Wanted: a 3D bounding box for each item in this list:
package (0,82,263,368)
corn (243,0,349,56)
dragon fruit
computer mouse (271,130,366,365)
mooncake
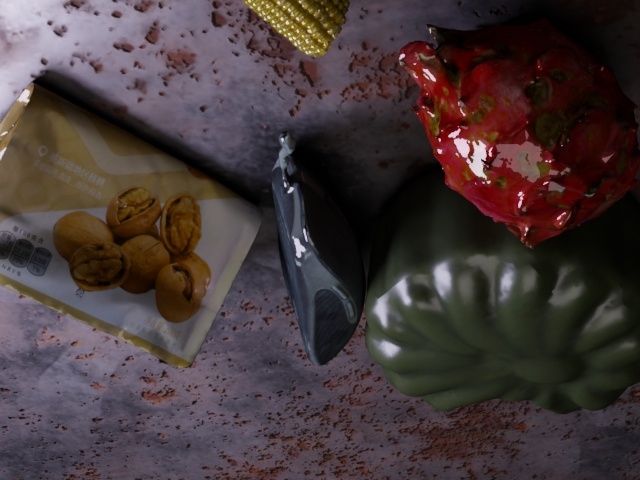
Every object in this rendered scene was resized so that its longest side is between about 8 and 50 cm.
[{"bbox_3d":[-0.260,-0.016,1.622,0.311,0.221,0.165,27,175,-25],"label":"package"},{"bbox_3d":[-0.067,-0.273,1.327,0.081,0.081,0.248,-27,129,33],"label":"corn"},{"bbox_3d":[0.195,-0.124,1.391,0.268,0.210,0.205,35,152,-4],"label":"dragon fruit"},{"bbox_3d":[0.000,0.000,1.581,0.090,0.167,0.379,-15,143,-5],"label":"computer mouse"},{"bbox_3d":[0.224,0.066,1.610,0.351,0.187,0.351,5,139,5],"label":"mooncake"}]
